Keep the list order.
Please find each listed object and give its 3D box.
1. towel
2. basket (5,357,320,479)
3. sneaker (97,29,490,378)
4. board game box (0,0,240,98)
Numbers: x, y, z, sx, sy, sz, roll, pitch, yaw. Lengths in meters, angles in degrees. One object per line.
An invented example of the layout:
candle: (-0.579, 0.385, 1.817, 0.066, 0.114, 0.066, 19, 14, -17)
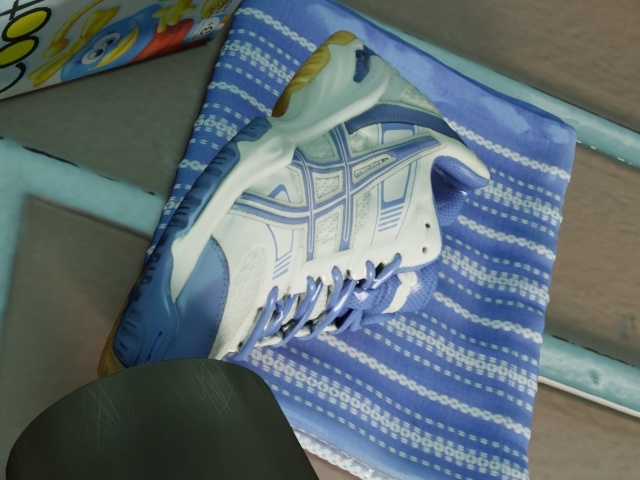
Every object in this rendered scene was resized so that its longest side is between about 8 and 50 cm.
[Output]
towel: (0.033, -0.008, 1.135, 0.243, 0.040, 0.336, 28, 42, -12)
basket: (-0.044, 0.177, 0.832, 0.204, 0.154, 0.227, 5, 48, -35)
sneaker: (0.000, 0.000, 1.008, 0.131, 0.112, 0.296, 37, 44, 1)
board game box: (-0.161, -0.176, 1.062, 0.275, 0.142, 0.144, -22, 69, -46)
